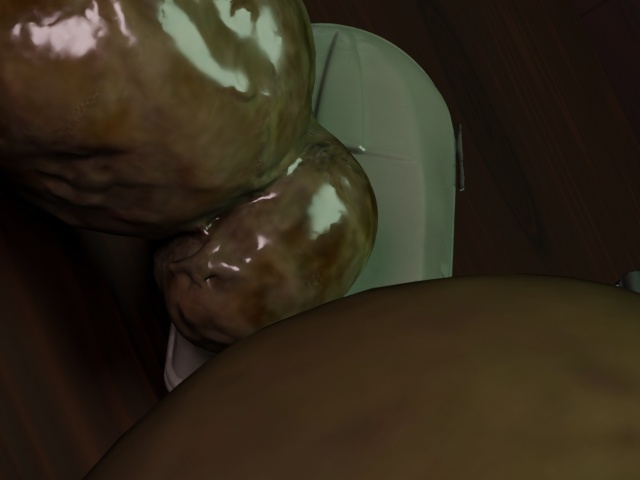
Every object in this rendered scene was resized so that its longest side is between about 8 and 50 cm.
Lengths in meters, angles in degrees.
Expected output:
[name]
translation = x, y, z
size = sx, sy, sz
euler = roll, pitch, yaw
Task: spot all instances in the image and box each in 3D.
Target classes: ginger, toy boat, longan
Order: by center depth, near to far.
[longan]
translation = 0.059, 0.179, 0.578
size = 0.361, 0.361, 0.361
euler = 54, 20, -31
[ginger]
translation = -0.079, -0.101, 0.848
size = 0.244, 0.155, 0.304
euler = 17, 55, -46
[toy boat]
translation = 0.001, -0.001, 0.992
size = 0.141, 0.141, 0.269
euler = 56, 20, -26

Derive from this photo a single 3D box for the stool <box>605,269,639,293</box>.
[stool]
translation = 0.272, 0.221, 1.232
size = 0.297, 0.297, 0.330
euler = 51, 27, -38
